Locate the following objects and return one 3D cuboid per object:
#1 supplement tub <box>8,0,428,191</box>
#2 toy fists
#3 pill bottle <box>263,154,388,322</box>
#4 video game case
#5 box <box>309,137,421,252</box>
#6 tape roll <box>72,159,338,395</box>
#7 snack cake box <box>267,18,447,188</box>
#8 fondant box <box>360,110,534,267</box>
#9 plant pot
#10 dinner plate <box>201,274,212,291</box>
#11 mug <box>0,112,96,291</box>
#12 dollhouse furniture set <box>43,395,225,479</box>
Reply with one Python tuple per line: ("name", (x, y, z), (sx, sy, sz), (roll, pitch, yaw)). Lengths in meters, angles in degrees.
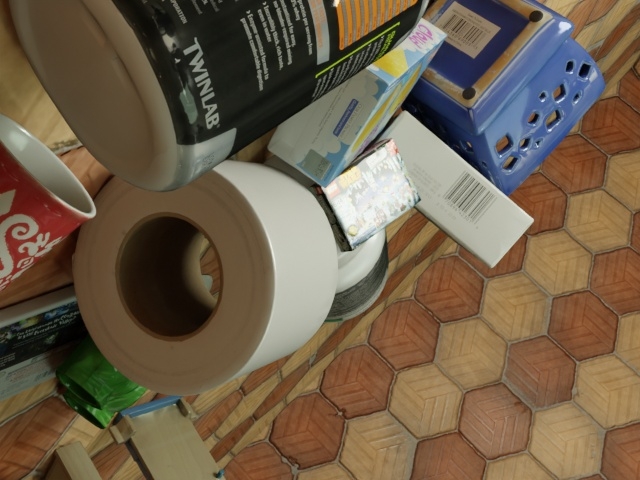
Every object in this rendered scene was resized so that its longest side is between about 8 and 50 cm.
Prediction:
("supplement tub", (-0.048, -0.191, 0.597), (0.316, 0.193, 0.194), (-38, 163, -30))
("toy fists", (-0.268, 0.167, 1.075), (0.142, 0.096, 0.279), (-53, 176, -25))
("pill bottle", (0.000, 0.000, 1.212), (0.204, 0.204, 0.361), (-45, 166, -6))
("video game case", (-0.344, 0.125, 0.945), (0.190, 0.022, 0.173), (-22, 152, -56))
("box", (0.059, -0.059, 1.011), (0.137, 0.094, 0.027), (-36, -165, -32))
("tape roll", (-0.122, 0.032, 0.879), (0.246, 0.246, 0.169), (-51, 165, 17))
("snack cake box", (0.051, -0.187, 0.979), (0.152, 0.089, 0.264), (-58, 175, 33))
("fondant box", (0.177, -0.086, 1.245), (0.096, 0.238, 0.330), (-50, -177, 5))
("plant pot", (0.244, -0.245, 1.174), (0.236, 0.236, 0.212), (-48, 146, 3))
("dinner plate", (-0.220, 0.110, 1.262), (0.141, 0.017, 0.141), (-44, 166, -14))
("mug", (-0.289, -0.016, 0.619), (0.169, 0.150, 0.113), (-43, -158, 3))
("dollhouse furniture set", (-0.311, 0.469, 1.421), (0.303, 0.286, 0.198), (-12, 145, -46))
